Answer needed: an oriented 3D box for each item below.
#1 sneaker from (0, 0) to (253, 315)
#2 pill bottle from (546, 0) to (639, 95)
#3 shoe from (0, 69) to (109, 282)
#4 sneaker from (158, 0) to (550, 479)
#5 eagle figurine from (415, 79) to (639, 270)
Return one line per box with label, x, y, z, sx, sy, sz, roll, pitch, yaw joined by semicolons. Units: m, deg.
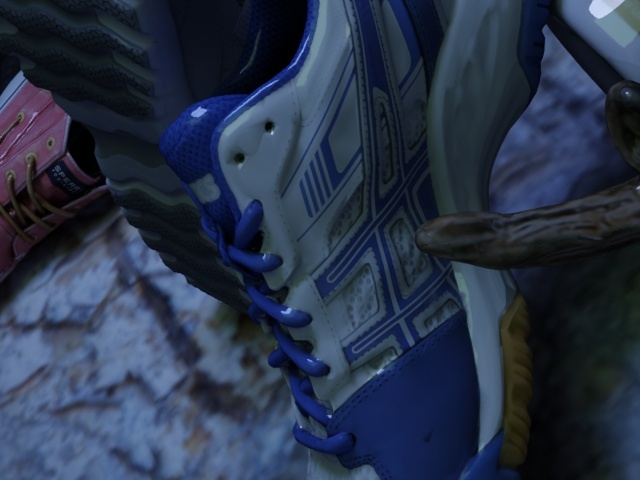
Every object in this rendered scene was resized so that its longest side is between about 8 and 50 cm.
sneaker;-0.056;-0.091;0.699;0.105;0.281;0.115;24;65;30
pill bottle;0.180;-0.115;0.625;0.186;0.112;0.112;-44;39;6
shoe;-0.155;-0.027;0.892;0.081;0.063;0.178;4;56;50
sneaker;0.000;0.000;0.612;0.112;0.131;0.296;167;106;-66
eagle figurine;0.203;0.029;0.437;0.226;0.225;0.298;-40;28;-6
